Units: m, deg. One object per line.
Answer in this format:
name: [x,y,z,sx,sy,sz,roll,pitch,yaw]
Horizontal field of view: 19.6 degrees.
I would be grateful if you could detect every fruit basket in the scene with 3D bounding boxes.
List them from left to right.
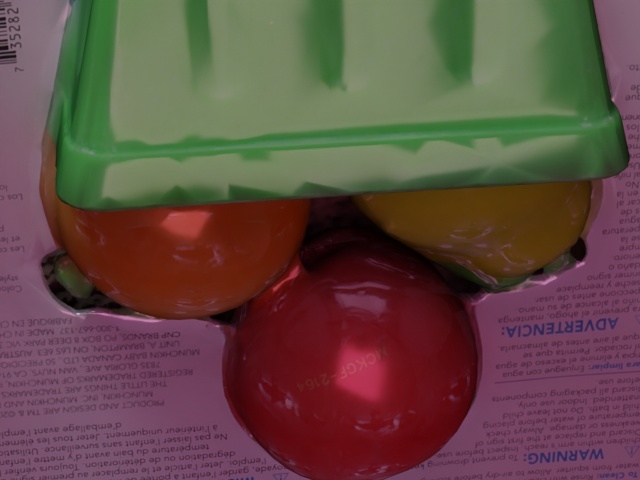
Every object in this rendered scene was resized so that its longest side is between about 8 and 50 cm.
fruit basket: [0.000,0.000,0.836,0.327,0.165,0.353,-5,124,-6]
